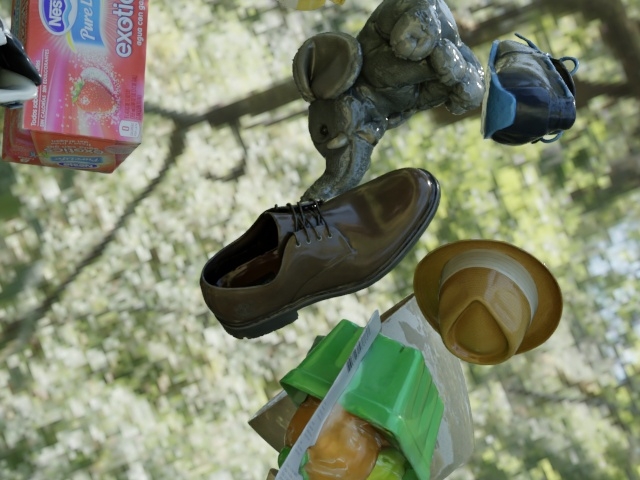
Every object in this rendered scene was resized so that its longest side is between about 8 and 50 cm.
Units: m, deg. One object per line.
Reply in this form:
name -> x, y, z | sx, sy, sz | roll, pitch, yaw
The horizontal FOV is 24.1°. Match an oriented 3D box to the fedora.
fedora -> 0.190, 0.085, 1.755 | 0.079, 0.194, 0.194 | -70, 151, -45

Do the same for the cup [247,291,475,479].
cup -> 0.091, 0.260, 2.214 | 0.237, 0.331, 0.331 | 53, -5, 2

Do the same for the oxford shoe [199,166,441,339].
oxford shoe -> 0.000, 0.000, 1.280 | 0.083, 0.227, 0.096 | 57, -1, 36

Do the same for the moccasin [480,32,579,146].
moccasin -> 0.261, -0.169, 1.868 | 0.342, 0.116, 0.138 | -72, 167, -70

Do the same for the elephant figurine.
elephant figurine -> 0.047, -0.162, 1.646 | 0.169, 0.239, 0.186 | 55, 20, -10

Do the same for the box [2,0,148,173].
box -> -0.290, -0.245, 1.782 | 0.154, 0.142, 0.300 | 151, -58, -67

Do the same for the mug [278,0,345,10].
mug -> -0.009, -0.282, 1.561 | 0.064, 0.078, 0.062 | 110, -22, -44

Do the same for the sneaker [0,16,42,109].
sneaker -> -0.354, -0.150, 1.523 | 0.153, 0.094, 0.235 | 43, -46, 27

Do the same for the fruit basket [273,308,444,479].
fruit basket -> -0.002, 0.278, 1.728 | 0.165, 0.353, 0.327 | 29, -15, 24

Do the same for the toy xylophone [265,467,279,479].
toy xylophone -> -0.078, 0.474, 2.160 | 0.081, 0.323, 0.236 | 20, 15, -45
